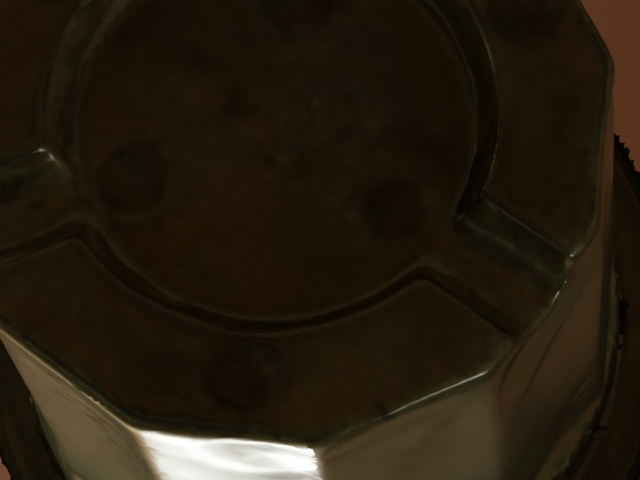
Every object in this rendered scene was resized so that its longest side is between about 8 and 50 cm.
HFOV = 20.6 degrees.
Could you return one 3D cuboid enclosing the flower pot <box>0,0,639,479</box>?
[{"bbox_3d":[0.000,0.000,0.594,0.290,0.259,0.290,-1,-108,2],"label":"flower pot"}]
